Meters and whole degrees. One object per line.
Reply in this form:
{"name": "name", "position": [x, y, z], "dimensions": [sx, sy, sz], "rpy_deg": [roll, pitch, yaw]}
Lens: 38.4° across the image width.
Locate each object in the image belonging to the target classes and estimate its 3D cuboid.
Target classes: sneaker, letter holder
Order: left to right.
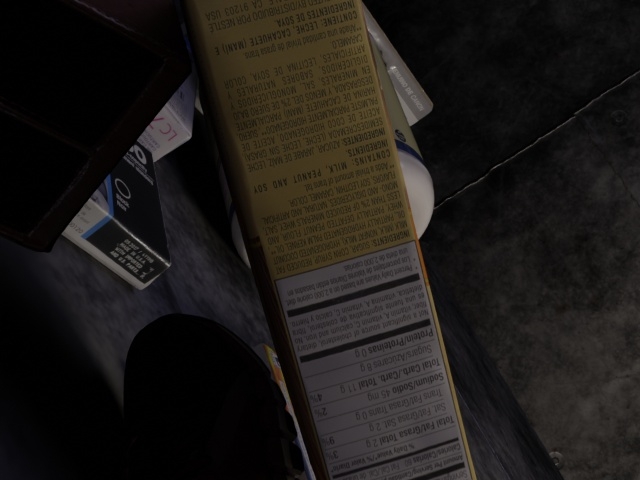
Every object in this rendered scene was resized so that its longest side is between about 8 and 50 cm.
{"name": "letter holder", "position": [-0.225, -0.177, 0.552], "dimensions": [0.214, 0.152, 0.302], "rpy_deg": [27, 28, -36]}
{"name": "sneaker", "position": [-0.079, 0.145, 0.505], "dimensions": [0.162, 0.106, 0.281], "rpy_deg": [34, 26, -55]}

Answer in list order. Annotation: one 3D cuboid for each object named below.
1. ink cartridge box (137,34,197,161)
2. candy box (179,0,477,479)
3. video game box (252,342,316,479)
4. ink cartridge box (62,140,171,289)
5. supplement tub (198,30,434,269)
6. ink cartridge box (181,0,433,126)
{"name": "ink cartridge box", "position": [-0.217, -0.227, 1.049], "dimensions": [0.186, 0.065, 0.311], "rpy_deg": [52, 15, -25]}
{"name": "candy box", "position": [0.000, 0.000, 0.539], "dimensions": [0.183, 0.087, 0.317], "rpy_deg": [-126, -160, -76]}
{"name": "video game box", "position": [0.010, 0.210, 0.781], "dimensions": [0.187, 0.048, 0.205], "rpy_deg": [48, 14, -48]}
{"name": "ink cartridge box", "position": [-0.211, -0.089, 0.741], "dimensions": [0.206, 0.045, 0.208], "rpy_deg": [44, 16, -43]}
{"name": "supplement tub", "position": [-0.017, -0.134, 1.106], "dimensions": [0.235, 0.235, 0.325], "rpy_deg": [41, 26, -53]}
{"name": "ink cartridge box", "position": [-0.026, -0.241, 1.353], "dimensions": [0.309, 0.271, 0.130], "rpy_deg": [46, 16, -45]}
